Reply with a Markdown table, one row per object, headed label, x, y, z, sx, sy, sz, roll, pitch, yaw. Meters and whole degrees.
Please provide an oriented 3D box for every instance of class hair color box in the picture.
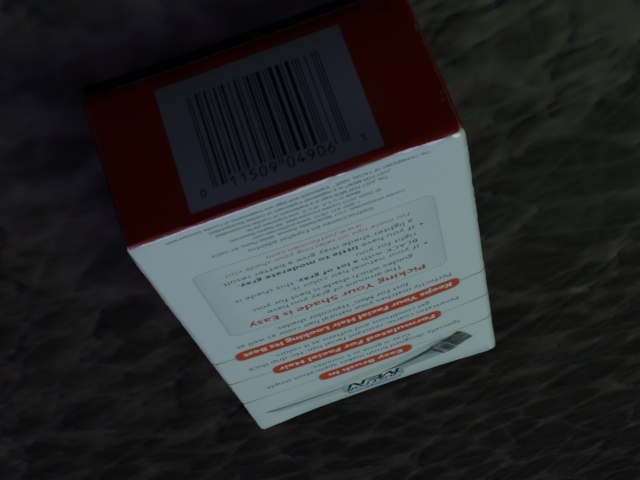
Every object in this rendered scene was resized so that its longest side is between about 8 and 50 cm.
| label | x | y | z | sx | sy | sz | roll | pitch | yaw |
| --- | --- | --- | --- | --- | --- | --- | --- | --- | --- |
| hair color box | 0.000 | 0.000 | 0.411 | 0.093 | 0.053 | 0.167 | -20 | 153 | 1 |
